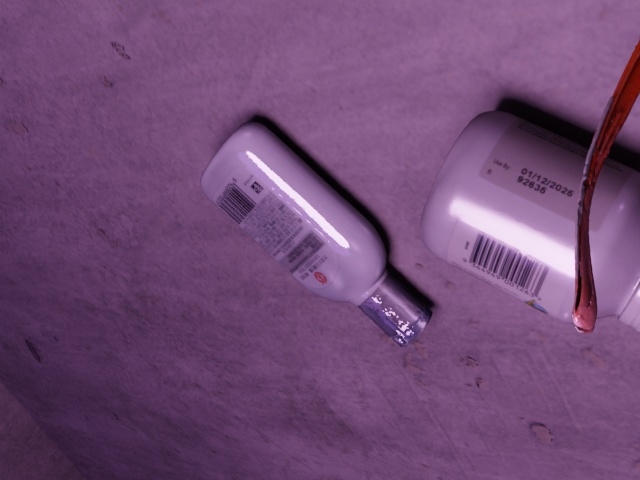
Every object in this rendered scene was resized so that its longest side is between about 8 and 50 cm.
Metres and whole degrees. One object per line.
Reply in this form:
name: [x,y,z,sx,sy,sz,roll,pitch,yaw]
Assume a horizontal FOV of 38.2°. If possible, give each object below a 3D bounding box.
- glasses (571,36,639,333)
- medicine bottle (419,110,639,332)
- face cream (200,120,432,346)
glasses: [0.238,-0.085,0.509,0.118,0.268,0.234,44,155,-22]
medicine bottle: [0.201,-0.006,0.746,0.215,0.135,0.135,28,144,17]
face cream: [0.000,0.000,1.003,0.291,0.071,0.144,42,147,-2]
